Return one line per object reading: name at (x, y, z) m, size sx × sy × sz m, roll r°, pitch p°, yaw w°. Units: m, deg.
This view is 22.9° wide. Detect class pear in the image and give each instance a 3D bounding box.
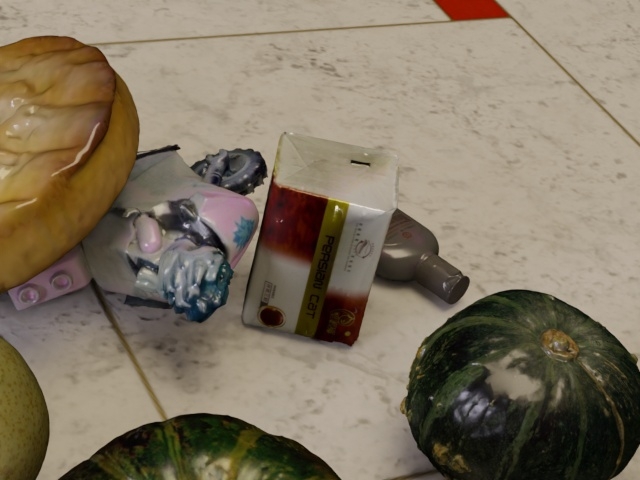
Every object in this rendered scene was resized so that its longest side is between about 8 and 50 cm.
pear at (-0.268, 0.128, 1.068) m, size 0.167 × 0.167 × 0.136 m, roll 16°, pitch 42°, yaw 3°

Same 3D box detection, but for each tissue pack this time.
tissue pack at (-0.001, 0.000, 1.337) m, size 0.106 × 0.148 × 0.099 m, roll 11°, pitch 35°, yaw -3°

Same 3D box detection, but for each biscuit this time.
biscuit at (-0.281, -0.048, 1.283) m, size 0.296 × 0.102 × 0.296 m, roll -17°, pitch 38°, yaw 14°

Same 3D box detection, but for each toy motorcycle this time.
toy motorcycle at (-0.144, 0.008, 1.288) m, size 0.239 × 0.108 × 0.204 m, roll -34°, pitch 36°, yaw 3°

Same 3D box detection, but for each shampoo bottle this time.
shampoo bottle at (0.065, 0.003, 1.449) m, size 0.165 × 0.040 × 0.080 m, roll 36°, pitch 40°, yaw 27°

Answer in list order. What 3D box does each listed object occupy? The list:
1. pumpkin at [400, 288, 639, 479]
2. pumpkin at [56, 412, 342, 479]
pumpkin at (0.157, 0.124, 1.219) m, size 0.190 × 0.146 × 0.190 m, roll 23°, pitch 26°, yaw -12°
pumpkin at (-0.074, 0.237, 0.977) m, size 0.260 × 0.189 × 0.260 m, roll -1°, pitch 56°, yaw 2°
